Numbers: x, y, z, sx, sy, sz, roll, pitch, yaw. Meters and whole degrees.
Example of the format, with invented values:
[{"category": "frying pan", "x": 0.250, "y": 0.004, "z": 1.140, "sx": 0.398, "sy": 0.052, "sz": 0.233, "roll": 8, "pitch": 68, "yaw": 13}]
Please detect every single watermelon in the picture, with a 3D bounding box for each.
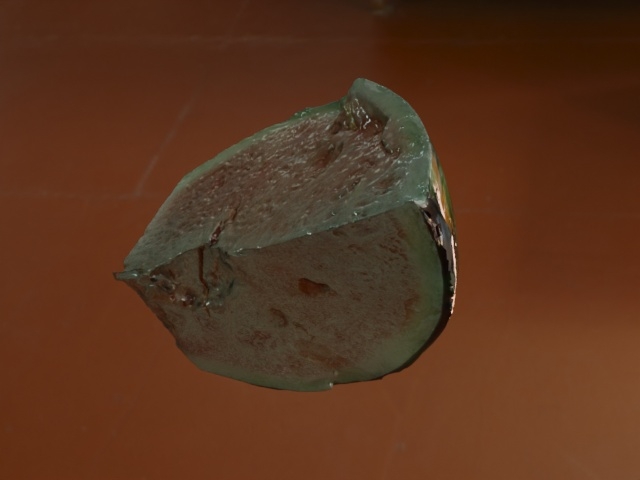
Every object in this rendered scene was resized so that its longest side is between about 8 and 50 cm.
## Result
[{"category": "watermelon", "x": 0.000, "y": 0.000, "z": 0.956, "sx": 0.305, "sy": 0.224, "sz": 0.180, "roll": -16, "pitch": -6, "yaw": 42}]
